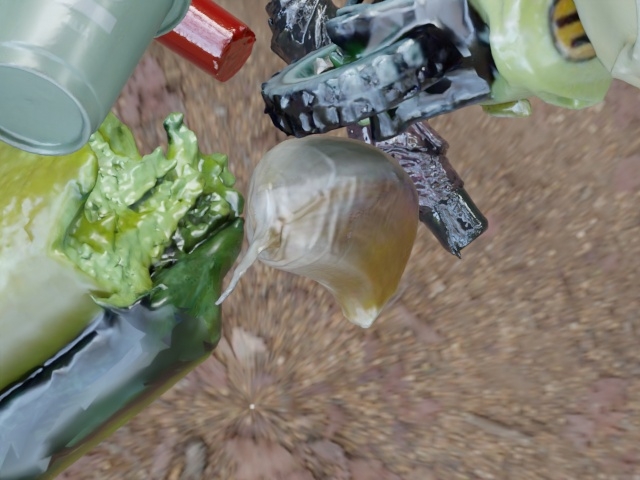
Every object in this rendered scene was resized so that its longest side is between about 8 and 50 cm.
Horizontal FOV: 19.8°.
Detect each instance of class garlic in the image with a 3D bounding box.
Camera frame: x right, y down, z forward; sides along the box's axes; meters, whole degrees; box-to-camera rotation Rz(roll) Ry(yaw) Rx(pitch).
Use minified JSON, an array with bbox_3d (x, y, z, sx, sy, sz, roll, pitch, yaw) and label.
[{"bbox_3d":[-0.002,-0.010,1.257,0.090,0.198,0.128,12,90,26],"label":"garlic"}]

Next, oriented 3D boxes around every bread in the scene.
[{"bbox_3d":[-0.245,0.059,1.357,0.376,0.251,0.208,-41,120,17],"label":"bread"}]

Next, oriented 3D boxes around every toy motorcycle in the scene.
[{"bbox_3d":[0.120,-0.178,1.265,0.237,0.410,0.168,-7,114,25],"label":"toy motorcycle"}]

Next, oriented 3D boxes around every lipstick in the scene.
[{"bbox_3d":[-0.191,-0.258,1.848,0.280,0.073,0.073,34,84,17],"label":"lipstick"}]

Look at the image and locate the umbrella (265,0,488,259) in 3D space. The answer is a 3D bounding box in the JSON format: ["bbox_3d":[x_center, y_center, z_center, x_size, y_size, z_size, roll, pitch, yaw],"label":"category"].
[{"bbox_3d":[0.058,-0.122,1.847,0.090,0.094,0.326,-37,89,5],"label":"umbrella"}]

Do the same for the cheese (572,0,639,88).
[{"bbox_3d":[0.250,-0.206,1.050,0.233,0.127,0.266,-20,121,-20],"label":"cheese"}]

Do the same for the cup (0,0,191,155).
[{"bbox_3d":[-0.147,-0.125,1.051,0.120,0.120,0.141,23,57,0],"label":"cup"}]
